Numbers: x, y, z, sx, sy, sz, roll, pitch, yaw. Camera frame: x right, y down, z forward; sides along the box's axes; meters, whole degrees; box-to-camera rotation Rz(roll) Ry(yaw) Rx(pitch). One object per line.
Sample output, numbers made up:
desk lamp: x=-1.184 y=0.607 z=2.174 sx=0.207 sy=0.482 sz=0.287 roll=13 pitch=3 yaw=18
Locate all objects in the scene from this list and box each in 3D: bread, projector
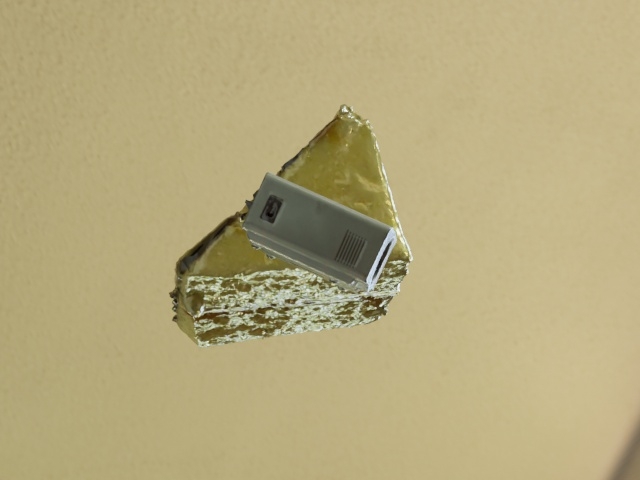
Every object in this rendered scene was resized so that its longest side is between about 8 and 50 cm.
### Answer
bread: x=-0.055 y=-0.006 z=1.449 sx=0.236 sy=0.198 sz=0.263 roll=-14 pitch=-16 yaw=-11
projector: x=0.000 y=0.000 z=1.143 sx=0.115 sy=0.147 sz=0.061 roll=23 pitch=-93 yaw=5
